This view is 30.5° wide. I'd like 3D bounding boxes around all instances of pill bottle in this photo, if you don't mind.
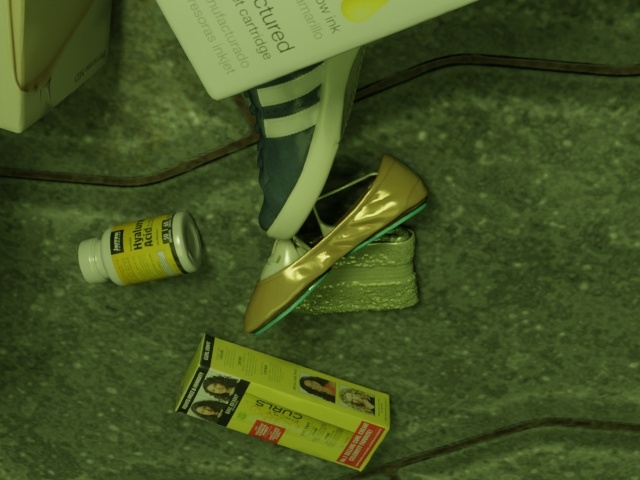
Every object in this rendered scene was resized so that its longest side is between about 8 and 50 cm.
[{"bbox_3d":[-0.186,0.012,1.209,0.116,0.065,0.065,-12,126,12],"label":"pill bottle"}]

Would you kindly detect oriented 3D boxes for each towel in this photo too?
[{"bbox_3d":[0.029,0.034,1.239,0.148,0.027,0.110,-3,128,5],"label":"towel"}]

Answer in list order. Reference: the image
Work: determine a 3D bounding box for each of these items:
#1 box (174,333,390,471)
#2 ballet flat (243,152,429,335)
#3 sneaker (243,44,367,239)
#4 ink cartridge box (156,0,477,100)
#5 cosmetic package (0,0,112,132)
[{"bbox_3d":[-0.042,0.187,1.341,0.232,0.058,0.087,20,125,-13],"label":"box"},{"bbox_3d":[0.000,0.000,1.167,0.232,0.080,0.073,-38,96,3],"label":"ballet flat"},{"bbox_3d":[-0.037,-0.162,1.041,0.148,0.131,0.350,16,122,1],"label":"sneaker"},{"bbox_3d":[0.046,-0.300,0.768,0.385,0.160,0.279,-19,122,15],"label":"ink cartridge box"},{"bbox_3d":[-0.242,-0.262,0.929,0.113,0.160,0.309,19,129,11],"label":"cosmetic package"}]
